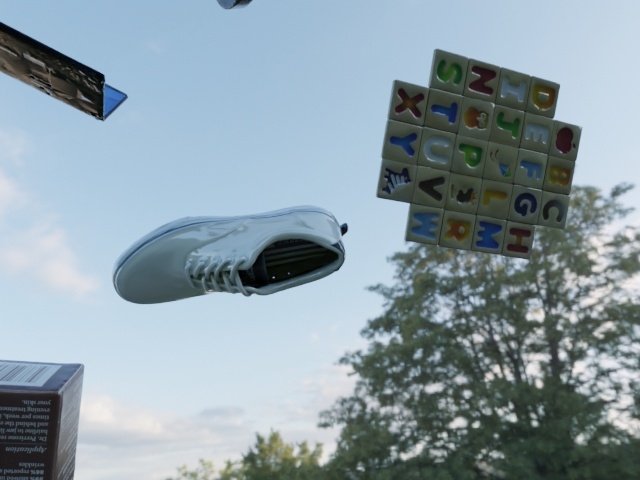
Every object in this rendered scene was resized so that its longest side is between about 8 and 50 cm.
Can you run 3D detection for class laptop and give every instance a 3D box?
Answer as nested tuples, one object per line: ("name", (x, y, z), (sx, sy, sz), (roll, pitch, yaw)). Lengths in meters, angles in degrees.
("laptop", (-0.499, -0.347, 1.004), (0.235, 0.136, 0.264), (25, -23, -14))

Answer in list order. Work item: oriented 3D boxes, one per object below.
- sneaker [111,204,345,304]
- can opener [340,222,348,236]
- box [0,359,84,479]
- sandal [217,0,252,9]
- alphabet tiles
("sneaker", (-0.097, 0.020, 0.568), (0.258, 0.091, 0.094), (-16, -64, -7))
("can opener", (0.000, 0.000, 1.050), (0.059, 0.073, 0.186), (4, -21, -32))
("box", (-0.462, 0.368, 0.743), (0.191, 0.380, 0.143), (7, 2, -11))
("sandal", (-0.104, -0.531, 0.824), (0.107, 0.167, 0.446), (-21, -9, -35))
("alphabet tiles", (0.252, -0.124, 0.803), (0.343, 0.284, 0.011), (8, 3, -19))
